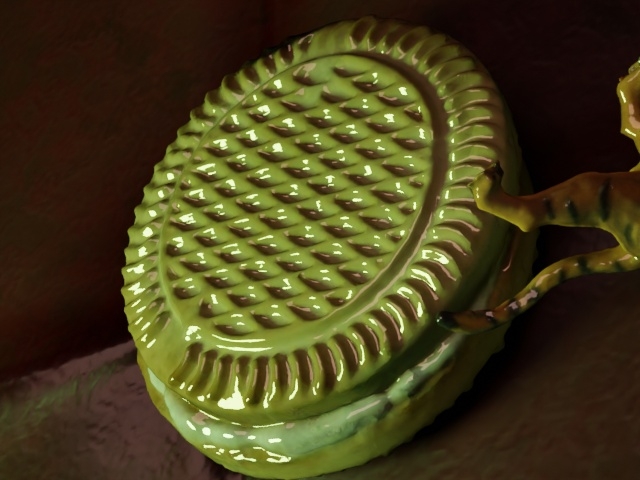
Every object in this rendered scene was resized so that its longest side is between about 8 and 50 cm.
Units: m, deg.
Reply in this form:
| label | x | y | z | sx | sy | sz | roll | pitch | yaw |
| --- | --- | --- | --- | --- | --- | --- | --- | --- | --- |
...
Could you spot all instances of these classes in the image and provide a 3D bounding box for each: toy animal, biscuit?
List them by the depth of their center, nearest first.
| label | x | y | z | sx | sy | sz | roll | pitch | yaw |
| --- | --- | --- | --- | --- | --- | --- | --- | --- | --- |
| toy animal | 0.167 | -0.029 | 0.958 | 0.255 | 0.114 | 0.116 | -38 | 85 | 10 |
| biscuit | 0.000 | 0.000 | 1.063 | 0.259 | 0.079 | 0.259 | -20 | 50 | 26 |
